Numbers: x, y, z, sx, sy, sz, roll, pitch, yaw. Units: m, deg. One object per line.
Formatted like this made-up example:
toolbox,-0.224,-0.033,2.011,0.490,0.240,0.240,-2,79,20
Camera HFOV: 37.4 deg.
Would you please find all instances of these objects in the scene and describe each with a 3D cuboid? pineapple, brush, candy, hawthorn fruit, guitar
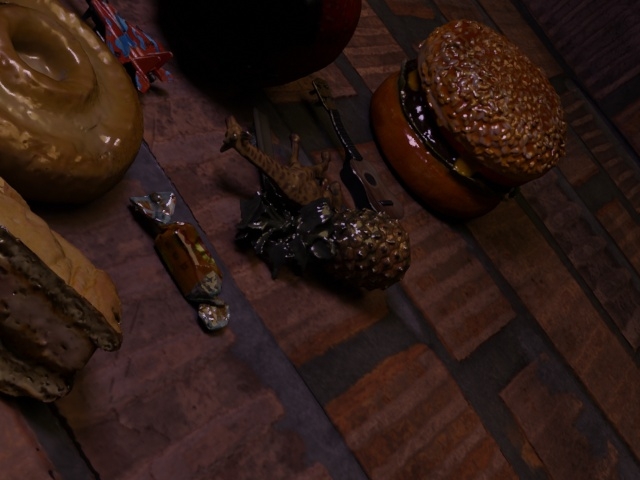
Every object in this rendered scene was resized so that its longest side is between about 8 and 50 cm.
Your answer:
pineapple,0.000,0.000,1.228,0.251,0.125,0.125,15,45,-37
brush,-0.079,-0.098,1.303,0.034,0.027,0.190,30,42,-51
candy,-0.150,0.016,1.061,0.182,0.046,0.053,57,33,7
hawthorn fruit,-0.079,-0.353,1.331,0.316,0.316,0.316,33,34,-27
guitar,0.045,-0.138,1.491,0.084,0.038,0.271,-5,64,-55

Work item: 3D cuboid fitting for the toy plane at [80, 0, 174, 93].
toy plane,-0.266,-0.269,1.206,0.189,0.061,0.130,46,31,0

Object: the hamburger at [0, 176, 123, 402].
hamburger,-0.294,0.017,0.816,0.262,0.124,0.131,46,11,-16

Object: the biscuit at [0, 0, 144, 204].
biscuit,-0.315,-0.172,1.000,0.296,0.102,0.296,32,34,-25

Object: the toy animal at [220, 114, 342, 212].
toy animal,-0.042,-0.092,1.278,0.275,0.054,0.149,-2,69,-64

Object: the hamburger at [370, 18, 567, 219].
hamburger,0.264,-0.214,1.657,0.330,0.250,0.330,33,34,-26
